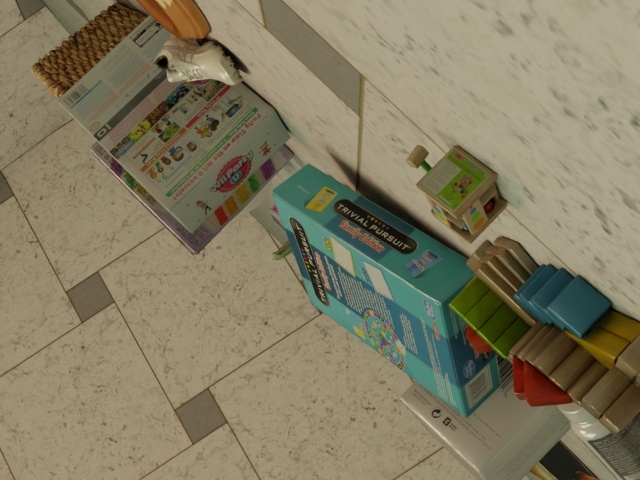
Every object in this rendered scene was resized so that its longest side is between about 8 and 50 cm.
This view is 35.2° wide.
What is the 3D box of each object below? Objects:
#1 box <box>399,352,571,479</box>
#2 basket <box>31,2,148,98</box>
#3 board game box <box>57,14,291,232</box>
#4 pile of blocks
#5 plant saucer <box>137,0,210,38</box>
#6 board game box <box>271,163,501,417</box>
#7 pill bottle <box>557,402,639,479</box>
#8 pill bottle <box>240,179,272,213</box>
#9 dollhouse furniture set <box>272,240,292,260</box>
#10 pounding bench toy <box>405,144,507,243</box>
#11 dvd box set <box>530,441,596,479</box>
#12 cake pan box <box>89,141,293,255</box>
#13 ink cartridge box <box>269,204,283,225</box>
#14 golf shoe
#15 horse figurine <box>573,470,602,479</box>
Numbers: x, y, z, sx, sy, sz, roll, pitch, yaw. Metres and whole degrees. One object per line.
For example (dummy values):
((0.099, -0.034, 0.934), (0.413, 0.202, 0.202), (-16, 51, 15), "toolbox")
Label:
((0.250, 0.240, 1.470), (0.181, 0.182, 0.119), (40, 172, 43), "box")
((-0.373, -0.284, 1.877), (0.213, 0.223, 0.299), (56, 169, -30), "basket")
((-0.233, -0.193, 1.594), (0.303, 0.224, 0.097), (43, 174, 27), "board game box")
((0.208, 0.092, 1.008), (0.149, 0.112, 0.362), (46, 174, -17), "pile of blocks")
((-0.235, -0.350, 1.398), (0.200, 0.037, 0.200), (44, 175, 5), "plant saucer")
((0.092, 0.066, 1.418), (0.336, 0.079, 0.254), (34, 154, 39), "board game box")
((0.337, 0.214, 1.156), (0.137, 0.078, 0.078), (47, 175, -19), "pill bottle")
((-0.216, -0.161, 1.949), (0.181, 0.181, 0.323), (48, 174, -34), "pill bottle")
((-0.016, -0.004, 1.792), (0.058, 0.151, 0.076), (46, 174, -2), "dollhouse furniture set")
((0.119, -0.048, 0.918), (0.083, 0.052, 0.065), (42, 175, 31), "pounding bench toy")
((0.422, 0.413, 2.173), (0.307, 0.062, 0.420), (44, 175, -3), "dvd box set")
((-0.221, -0.151, 1.726), (0.267, 0.246, 0.070), (46, 171, -2), "cake pan box")
((0.000, 0.000, 2.211), (0.186, 0.065, 0.311), (46, 177, -17), "ink cartridge box")
((-0.180, -0.252, 1.477), (0.176, 0.086, 0.069), (37, 169, 46), "golf shoe")
((0.548, 0.473, 1.647), (0.263, 0.066, 0.174), (44, -179, 38), "horse figurine")
